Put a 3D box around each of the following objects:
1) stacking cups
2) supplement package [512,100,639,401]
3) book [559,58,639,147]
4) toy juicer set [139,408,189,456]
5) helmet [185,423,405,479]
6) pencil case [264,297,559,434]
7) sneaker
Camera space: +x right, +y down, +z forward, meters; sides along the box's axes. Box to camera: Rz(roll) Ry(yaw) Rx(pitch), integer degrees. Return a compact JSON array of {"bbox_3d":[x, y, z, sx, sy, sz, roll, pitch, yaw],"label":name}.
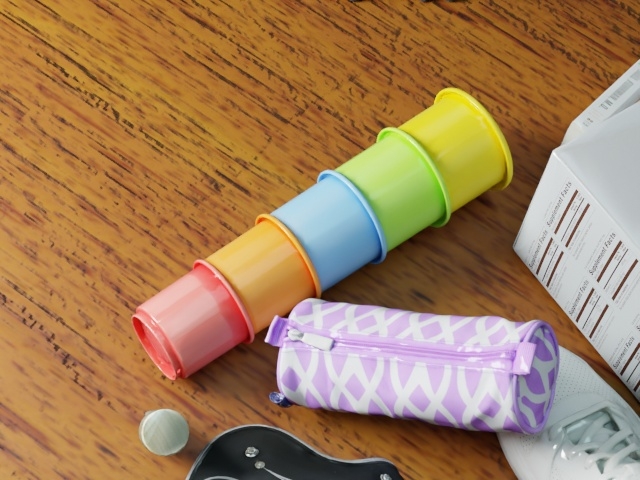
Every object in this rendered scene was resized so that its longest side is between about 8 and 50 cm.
[{"bbox_3d":[0.000,0.000,1.122,0.316,0.096,0.096,-34,69,-17],"label":"stacking cups"},{"bbox_3d":[0.293,0.002,1.107,0.194,0.149,0.203,-29,67,-21],"label":"supplement package"},{"bbox_3d":[0.245,-0.107,1.195,0.035,0.096,0.144,41,64,16],"label":"book"},{"bbox_3d":[-0.155,0.214,0.902,0.089,0.209,0.329,17,60,-6],"label":"toy juicer set"},{"bbox_3d":[-0.013,0.212,0.949,0.161,0.169,0.169,19,60,13],"label":"helmet"},{"bbox_3d":[0.065,0.085,1.030,0.206,0.088,0.086,3,59,26],"label":"pencil case"},{"bbox_3d":[0.221,0.163,0.999,0.108,0.169,0.293,-24,65,-17],"label":"sneaker"}]
